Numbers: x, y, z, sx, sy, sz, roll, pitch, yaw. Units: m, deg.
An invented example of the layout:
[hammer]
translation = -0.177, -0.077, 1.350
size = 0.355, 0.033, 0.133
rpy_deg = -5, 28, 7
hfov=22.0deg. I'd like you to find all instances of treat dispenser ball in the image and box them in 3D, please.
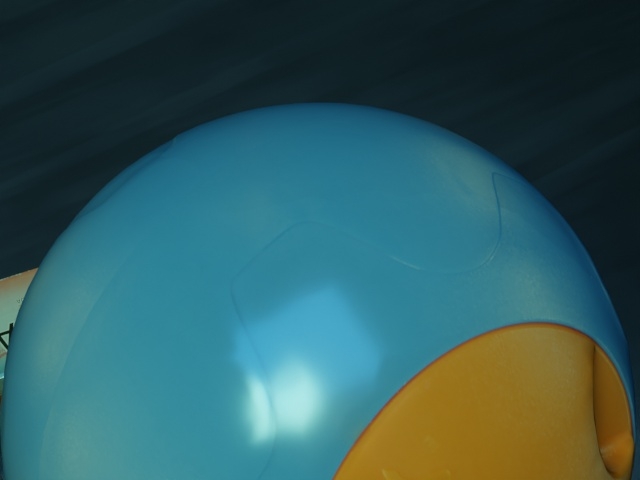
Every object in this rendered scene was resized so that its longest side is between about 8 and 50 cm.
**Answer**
[treat dispenser ball]
translation = -0.001, 0.080, 0.755
size = 0.288, 0.288, 0.288
rpy_deg = 0, 59, 0

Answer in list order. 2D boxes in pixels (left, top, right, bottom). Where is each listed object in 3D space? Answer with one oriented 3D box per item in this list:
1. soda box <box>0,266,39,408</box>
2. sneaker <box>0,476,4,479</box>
[soda box]
translation = -0.138, 0.051, 0.907
size = 0.183, 0.058, 0.063
rpy_deg = -18, 61, -10
[sneaker]
translation = -0.164, 0.226, 0.774
size = 0.115, 0.105, 0.281
rpy_deg = -18, 58, -5
